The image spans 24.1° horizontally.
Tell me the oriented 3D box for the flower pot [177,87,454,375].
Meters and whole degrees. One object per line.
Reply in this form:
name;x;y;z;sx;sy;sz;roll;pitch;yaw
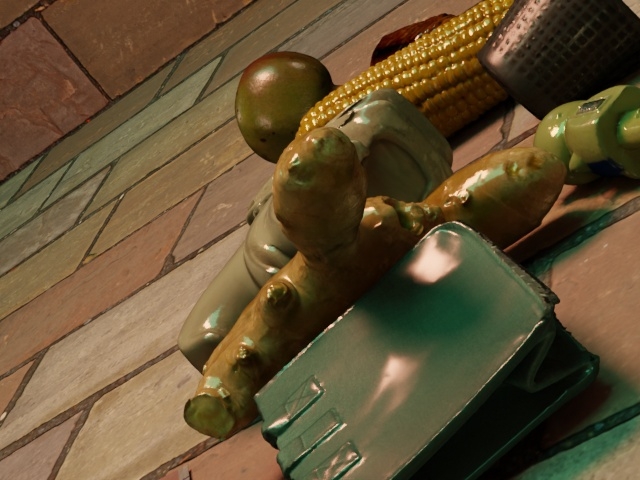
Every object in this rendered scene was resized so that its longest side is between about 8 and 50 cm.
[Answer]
flower pot;0.000;0.000;1.698;0.254;0.164;0.367;-33;17;39

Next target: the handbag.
handbag;0.087;0.131;1.283;0.274;0.100;0.269;-45;25;0

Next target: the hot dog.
hot dog;0.146;-0.265;2.170;0.160;0.099;0.227;-41;16;-4

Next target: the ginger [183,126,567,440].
ginger;0.039;0.031;1.458;0.363;0.122;0.348;-9;-37;-49

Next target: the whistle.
whistle;0.289;-0.104;1.488;0.105;0.085;0.227;-48;17;-24

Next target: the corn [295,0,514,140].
corn;0.128;-0.187;1.942;0.387;0.144;0.144;-33;18;20

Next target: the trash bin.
trash bin;0.273;-0.229;1.734;0.161;0.175;0.175;-48;16;6

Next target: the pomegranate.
pomegranate;-0.027;-0.208;2.307;0.210;0.180;0.180;-1;27;9

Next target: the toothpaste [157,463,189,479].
toothpaste;-0.222;0.305;1.608;0.194;0.043;0.067;-33;15;2
